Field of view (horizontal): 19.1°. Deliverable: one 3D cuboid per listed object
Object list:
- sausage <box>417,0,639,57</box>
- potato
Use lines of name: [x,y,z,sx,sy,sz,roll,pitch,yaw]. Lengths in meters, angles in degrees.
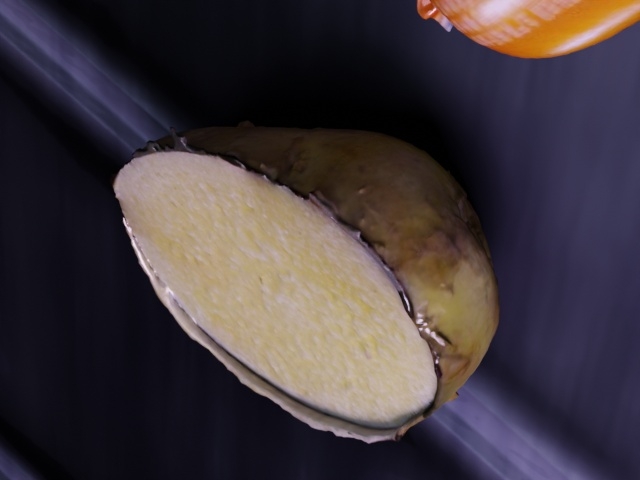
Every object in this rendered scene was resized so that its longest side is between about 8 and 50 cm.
sausage: [0.119,-0.133,0.567,0.093,0.093,0.312,54,145,-1]
potato: [0.000,0.000,0.825,0.200,0.081,0.164,8,133,48]
